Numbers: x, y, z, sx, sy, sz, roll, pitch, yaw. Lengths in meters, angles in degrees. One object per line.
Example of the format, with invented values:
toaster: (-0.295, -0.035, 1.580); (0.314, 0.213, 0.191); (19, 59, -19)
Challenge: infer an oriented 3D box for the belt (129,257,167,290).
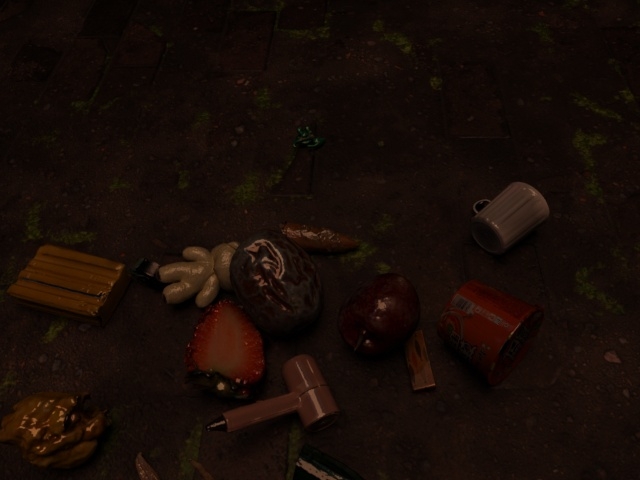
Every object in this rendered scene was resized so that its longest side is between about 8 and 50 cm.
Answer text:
belt: (-0.541, 0.108, 1.687); (0.140, 0.105, 0.058); (15, 56, 26)

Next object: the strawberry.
strawberry: (-0.261, 0.320, 1.512); (0.234, 0.137, 0.306); (18, 35, -9)

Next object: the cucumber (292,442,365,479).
cucumber: (0.045, 0.599, 1.308); (0.244, 0.063, 0.115); (21, 58, 17)

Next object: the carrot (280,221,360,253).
carrot: (0.000, 0.000, 1.749); (0.263, 0.102, 0.101); (8, 54, 2)

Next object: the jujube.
jujube: (-0.122, 0.126, 1.545); (0.308, 0.215, 0.246); (46, 65, 3)

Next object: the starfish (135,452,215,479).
starfish: (-0.372, 0.698, 1.223); (0.384, 0.132, 0.398); (14, 68, 22)

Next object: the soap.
soap: (-0.783, 0.140, 1.684); (0.325, 0.096, 0.204); (12, 56, 12)

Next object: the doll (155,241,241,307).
doll: (-0.366, 0.103, 1.663); (0.278, 0.175, 0.149); (-15, 21, -15)

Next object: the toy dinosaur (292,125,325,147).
toy dinosaur: (-0.052, -0.388, 2.058); (0.132, 0.059, 0.096); (-25, 61, -24)

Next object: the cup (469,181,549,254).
cup: (0.590, -0.063, 1.729); (0.202, 0.221, 0.167); (-36, 93, -18)

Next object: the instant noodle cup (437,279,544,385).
instant noodle cup: (0.453, 0.234, 1.448); (0.250, 0.250, 0.192); (-39, 52, -22)

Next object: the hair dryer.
hair dryer: (-0.132, 0.416, 1.364); (0.344, 0.106, 0.189); (-7, 52, -31)

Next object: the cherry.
cherry: (0.170, 0.200, 1.496); (0.203, 0.230, 0.300); (37, 43, 0)

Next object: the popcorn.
popcorn: (-0.672, 0.486, 1.365); (0.254, 0.191, 0.190); (-4, 67, -10)

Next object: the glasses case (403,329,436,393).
glasses case: (0.275, 0.340, 1.496); (0.065, 0.041, 0.169); (-16, 53, 10)
